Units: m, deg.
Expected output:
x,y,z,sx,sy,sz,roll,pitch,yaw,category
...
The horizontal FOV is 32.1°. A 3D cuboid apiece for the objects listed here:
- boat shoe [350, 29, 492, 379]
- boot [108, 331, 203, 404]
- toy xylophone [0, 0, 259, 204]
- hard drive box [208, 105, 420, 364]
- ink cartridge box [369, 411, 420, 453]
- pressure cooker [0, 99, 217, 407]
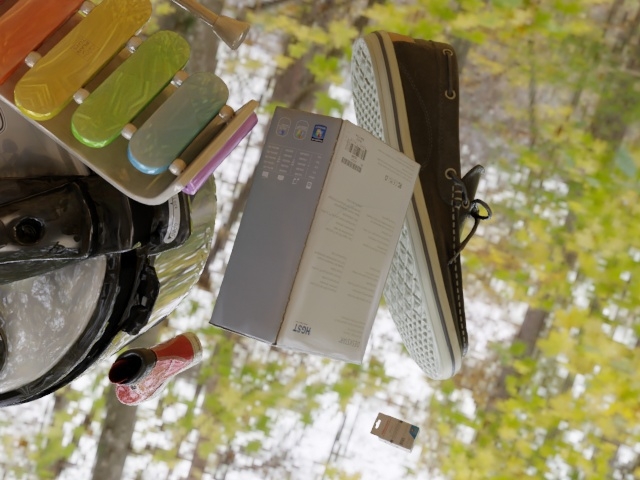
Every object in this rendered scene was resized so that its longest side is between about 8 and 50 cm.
x,y,z,sx,sy,sz,roll,pitch,yaw,category
0.158,-0.056,1.569,0.156,0.500,0.187,-7,173,-15,boat shoe
-0.356,0.254,2.087,0.176,0.244,0.088,-13,-109,-49,boot
-0.197,-0.179,0.978,0.322,0.236,0.081,30,152,-3,toy xylophone
0.000,0.000,1.159,0.089,0.232,0.181,14,175,32,hard drive box
0.139,0.359,2.082,0.083,0.048,0.028,20,160,16,ink cartridge box
-0.320,-0.021,1.165,0.375,0.370,0.420,39,-166,3,pressure cooker
